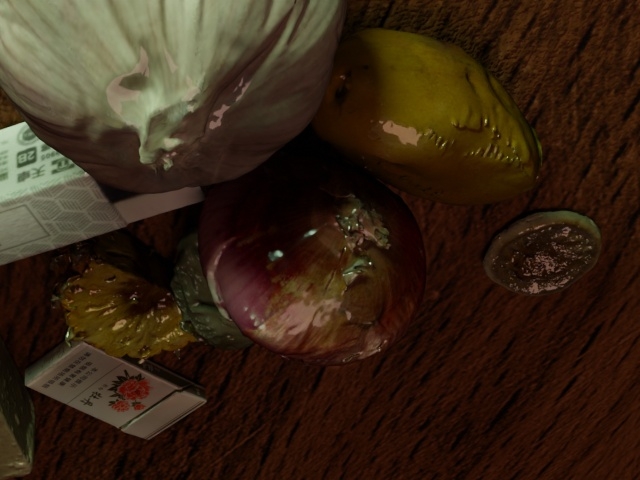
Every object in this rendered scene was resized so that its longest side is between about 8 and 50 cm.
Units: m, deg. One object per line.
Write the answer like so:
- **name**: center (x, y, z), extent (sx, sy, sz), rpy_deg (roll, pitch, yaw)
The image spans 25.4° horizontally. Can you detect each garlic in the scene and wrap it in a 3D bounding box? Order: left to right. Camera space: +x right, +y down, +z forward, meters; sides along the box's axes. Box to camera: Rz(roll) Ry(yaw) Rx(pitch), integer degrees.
- **garlic**: center (-0.120, -0.168, 1.151), extent (0.317, 0.259, 0.317), rpy_deg (-2, 137, -2)

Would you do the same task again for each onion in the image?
- **onion**: center (0.000, 0.000, 1.334), extent (0.230, 0.230, 0.163), rpy_deg (4, 152, -15)

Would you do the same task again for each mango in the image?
- **mango**: center (0.103, -0.110, 1.342), extent (0.249, 0.156, 0.151), rpy_deg (28, 107, -25)

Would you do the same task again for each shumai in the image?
- **shumai**: center (-0.058, 0.059, 1.491), extent (0.184, 0.142, 0.184), rpy_deg (-23, 137, -22)

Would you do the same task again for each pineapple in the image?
- **pineapple**: center (-0.229, 0.066, 1.542), extent (0.135, 0.079, 0.233), rpy_deg (-25, 138, 20)

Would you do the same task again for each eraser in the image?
- **eraser**: center (-0.316, -0.041, 1.384), extent (0.404, 0.098, 0.096), rpy_deg (-16, 141, 9)

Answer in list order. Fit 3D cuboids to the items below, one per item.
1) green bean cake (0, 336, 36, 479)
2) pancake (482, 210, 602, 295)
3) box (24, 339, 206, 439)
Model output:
- **green bean cake**: center (-0.389, 0.189, 1.630), extent (0.085, 0.109, 0.179), rpy_deg (-10, 140, 0)
- **pancake**: center (0.254, 0.015, 1.619), extent (0.139, 0.022, 0.139), rpy_deg (-5, 139, -5)
- **box**: center (-0.244, 0.176, 1.704), extent (0.109, 0.029, 0.198), rpy_deg (-35, 133, 27)
